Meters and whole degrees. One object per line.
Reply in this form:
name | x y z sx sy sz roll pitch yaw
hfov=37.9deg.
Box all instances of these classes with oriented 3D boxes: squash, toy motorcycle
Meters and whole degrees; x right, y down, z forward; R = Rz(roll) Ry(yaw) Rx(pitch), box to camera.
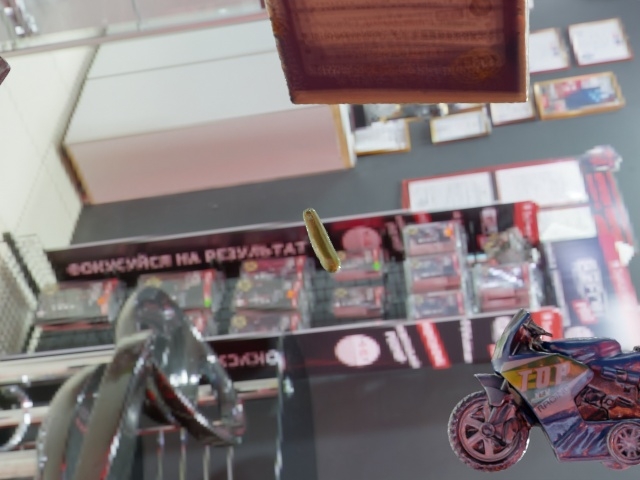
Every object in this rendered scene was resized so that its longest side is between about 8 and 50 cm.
squash | 0.000 0.000 1.156 0.027 0.027 0.089 54 12 -73
toy motorcycle | 0.230 0.119 0.768 0.092 0.255 0.135 52 35 -70

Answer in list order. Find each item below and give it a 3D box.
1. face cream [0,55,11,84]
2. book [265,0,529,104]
face cream | -0.249 0.014 0.426 0.283 0.073 0.073 -58 165 -5
book | 0.053 -0.238 0.756 0.322 0.229 0.018 76 21 -47
